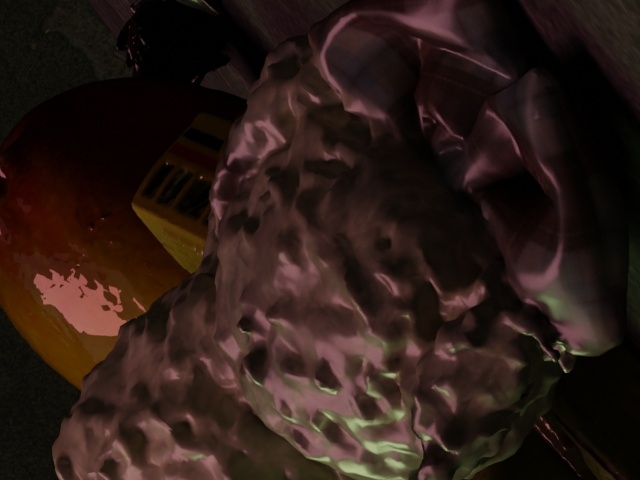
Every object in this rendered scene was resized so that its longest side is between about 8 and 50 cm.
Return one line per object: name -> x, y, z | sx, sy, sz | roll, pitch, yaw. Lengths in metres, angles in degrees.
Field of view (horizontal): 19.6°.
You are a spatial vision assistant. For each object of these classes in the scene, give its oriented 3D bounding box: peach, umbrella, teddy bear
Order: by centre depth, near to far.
teddy bear -> 0.061, 0.054, 0.899 | 0.375, 0.362, 0.327 | 16, -139, -50
peach -> -0.126, 0.012, 1.610 | 0.373, 0.290, 0.372 | 19, -151, -11
umbrella -> -0.141, -0.183, 1.708 | 0.326, 0.090, 0.094 | 173, 72, -87

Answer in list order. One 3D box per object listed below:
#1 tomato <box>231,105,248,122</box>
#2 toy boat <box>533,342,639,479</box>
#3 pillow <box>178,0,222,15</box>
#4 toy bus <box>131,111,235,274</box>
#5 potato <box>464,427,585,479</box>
tomato -> -0.027, -0.081, 1.389 | 0.075, 0.087, 0.087 | 46, 177, -6
toy boat -> 0.176, 0.118, 1.024 | 0.188, 0.061, 0.116 | 49, 174, 35
pillow -> -0.118, -0.219, 1.343 | 0.091, 0.055, 0.135 | 15, -156, -36
toy bus -> 0.000, 0.000, 1.211 | 0.121, 0.123, 0.335 | 51, 167, -28
potato -> 0.179, 0.216, 1.130 | 0.228, 0.148, 0.197 | 35, -169, 2
